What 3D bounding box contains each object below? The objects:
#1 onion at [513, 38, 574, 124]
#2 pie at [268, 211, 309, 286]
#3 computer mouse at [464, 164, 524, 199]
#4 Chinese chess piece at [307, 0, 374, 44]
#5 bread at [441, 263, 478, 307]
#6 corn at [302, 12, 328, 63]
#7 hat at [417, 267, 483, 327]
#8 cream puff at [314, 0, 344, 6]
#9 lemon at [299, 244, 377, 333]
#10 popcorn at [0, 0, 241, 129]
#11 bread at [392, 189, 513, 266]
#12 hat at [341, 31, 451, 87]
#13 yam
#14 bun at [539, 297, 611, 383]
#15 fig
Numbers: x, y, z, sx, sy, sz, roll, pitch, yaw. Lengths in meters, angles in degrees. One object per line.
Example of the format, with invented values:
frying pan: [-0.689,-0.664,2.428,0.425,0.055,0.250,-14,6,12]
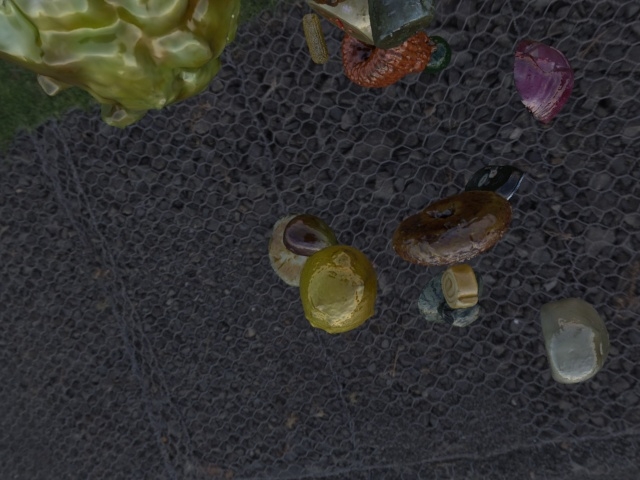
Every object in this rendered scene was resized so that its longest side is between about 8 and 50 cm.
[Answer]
onion: [0.692,-0.507,1.289,0.111,0.247,0.250,-6,60,52]
pie: [-0.098,0.041,1.846,0.339,0.077,0.339,0,90,34]
computer mouse: [0.605,-0.187,1.466,0.096,0.233,0.137,30,89,-20]
Chinese chess piece: [0.081,-0.641,1.169,0.250,0.251,0.097,33,109,6]
bread: [0.412,0.138,1.244,0.073,0.149,0.122,-10,68,-3]
corn: [-0.017,-0.726,1.540,0.068,0.207,0.068,-6,64,13]
hat: [0.480,0.227,1.479,0.265,0.128,0.266,-7,122,-11]
cream puff: [0.004,-0.480,0.750,0.133,0.119,0.104,37,102,18]
lemon: [0.050,0.136,1.208,0.233,0.233,0.288,15,134,11]
popcorn: [-0.222,-0.286,0.462,0.279,0.335,0.275,12,87,34]
bread: [0.210,-0.020,0.682,0.193,0.193,0.064,-21,109,17]
hat: [0.281,-0.700,1.532,0.285,0.400,0.285,20,118,42]
yam: [0.111,-0.375,0.596,0.107,0.107,0.183,-4,103,15]
bun: [0.498,0.191,0.827,0.113,0.173,0.167,-9,110,27]
fig: [0.001,-0.002,1.531,0.274,0.170,0.146,17,61,8]
